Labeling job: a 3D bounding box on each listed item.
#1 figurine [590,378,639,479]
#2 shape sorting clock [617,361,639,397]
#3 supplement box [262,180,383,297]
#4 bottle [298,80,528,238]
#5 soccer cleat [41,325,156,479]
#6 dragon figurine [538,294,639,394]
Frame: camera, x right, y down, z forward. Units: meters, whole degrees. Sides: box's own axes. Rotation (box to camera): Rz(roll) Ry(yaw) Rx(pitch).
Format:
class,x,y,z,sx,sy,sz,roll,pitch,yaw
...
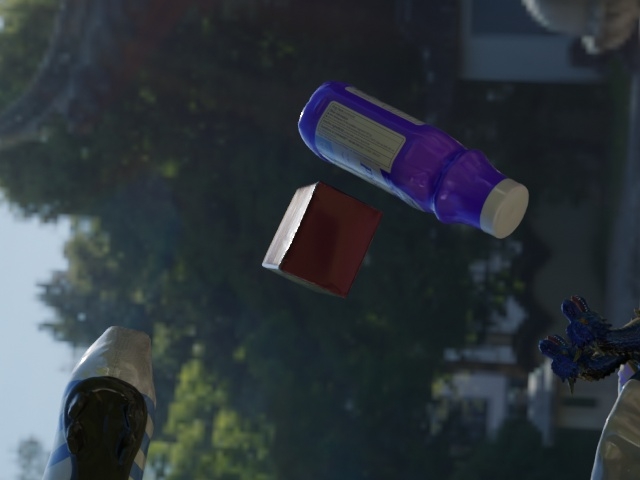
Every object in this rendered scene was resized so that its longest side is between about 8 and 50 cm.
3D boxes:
class,x,y,z,sx,sy,sz,roll,pitch,yaw
figurine,0.252,0.202,0.992,0.215,0.209,0.092,-55,-23,-36
shape sorting clock,0.406,0.182,1.848,0.206,0.040,0.206,-3,87,63
supplement box,0.000,0.000,1.784,0.188,0.081,0.104,-179,114,-83
bottle,0.108,-0.090,1.881,0.092,0.283,0.118,-58,-30,-4
soccer cleat,-0.231,0.238,1.716,0.143,0.116,0.331,-79,7,-57
dragon figurine,0.337,0.143,1.539,0.144,0.289,0.085,-50,3,-38
